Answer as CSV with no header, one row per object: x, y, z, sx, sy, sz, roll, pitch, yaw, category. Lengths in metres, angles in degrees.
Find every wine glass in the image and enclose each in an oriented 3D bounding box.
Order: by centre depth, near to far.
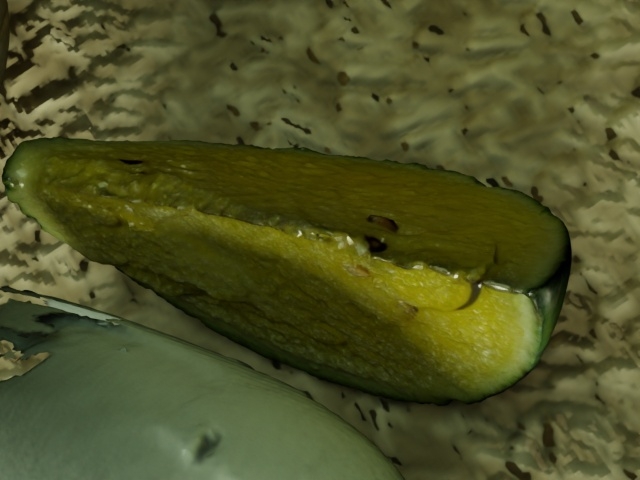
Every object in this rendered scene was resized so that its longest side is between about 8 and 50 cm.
0.017,0.122,0.493,0.321,0.143,0.143,21,79,24,wine glass

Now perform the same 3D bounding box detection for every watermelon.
0.005,-0.006,0.565,0.181,0.092,0.075,12,62,29,watermelon

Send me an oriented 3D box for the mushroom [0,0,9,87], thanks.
-0.222,-0.104,0.605,0.255,0.255,0.184,27,48,23,mushroom
